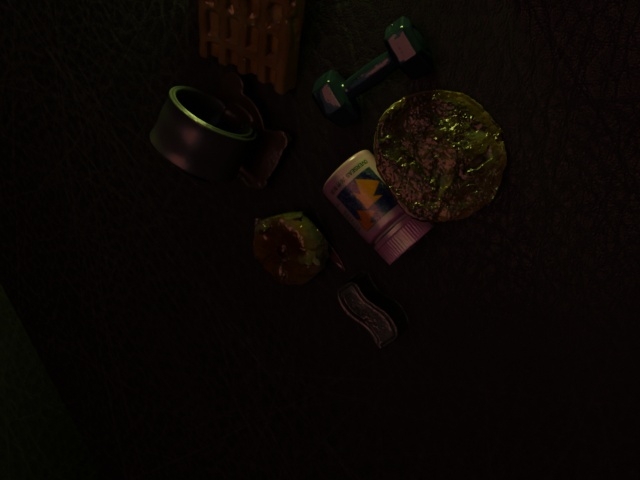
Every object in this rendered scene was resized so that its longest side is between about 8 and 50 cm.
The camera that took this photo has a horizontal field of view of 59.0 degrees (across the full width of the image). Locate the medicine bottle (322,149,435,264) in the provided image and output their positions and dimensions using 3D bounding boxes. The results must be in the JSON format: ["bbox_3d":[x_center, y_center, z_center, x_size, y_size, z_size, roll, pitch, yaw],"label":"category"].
[{"bbox_3d":[0.160,-0.091,1.567,0.291,0.178,0.178,49,118,9],"label":"medicine bottle"}]

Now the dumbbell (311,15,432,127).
[{"bbox_3d":[0.136,-0.443,1.510,0.324,0.160,0.144,-29,61,30],"label":"dumbbell"}]

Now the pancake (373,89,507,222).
[{"bbox_3d":[0.310,-0.219,1.459,0.356,0.065,0.356,0,88,6],"label":"pancake"}]

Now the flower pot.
[{"bbox_3d":[0.155,0.203,1.685,0.229,0.108,0.103,46,117,8],"label":"flower pot"}]

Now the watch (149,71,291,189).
[{"bbox_3d":[-0.305,-0.304,1.662,0.335,0.327,0.314,40,117,12],"label":"watch"}]

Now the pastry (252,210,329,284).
[{"bbox_3d":[-0.101,0.029,1.751,0.257,0.121,0.236,-8,106,33],"label":"pastry"}]

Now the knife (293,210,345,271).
[{"bbox_3d":[0.000,0.000,1.765,0.247,0.018,0.035,48,116,5],"label":"knife"}]

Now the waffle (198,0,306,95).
[{"bbox_3d":[-0.209,-0.615,1.608,0.348,0.077,0.304,27,140,16],"label":"waffle"}]
